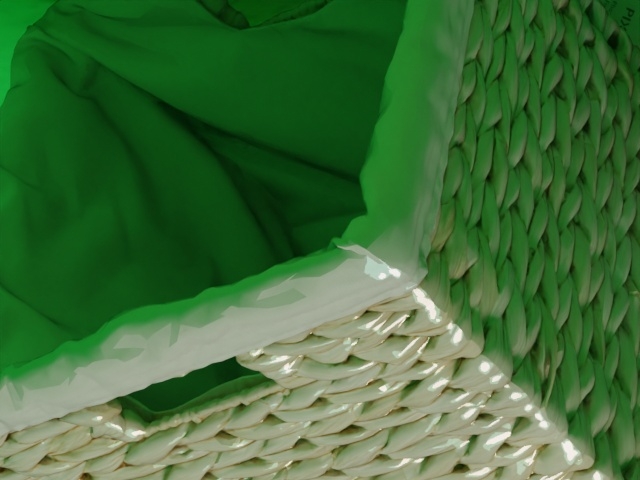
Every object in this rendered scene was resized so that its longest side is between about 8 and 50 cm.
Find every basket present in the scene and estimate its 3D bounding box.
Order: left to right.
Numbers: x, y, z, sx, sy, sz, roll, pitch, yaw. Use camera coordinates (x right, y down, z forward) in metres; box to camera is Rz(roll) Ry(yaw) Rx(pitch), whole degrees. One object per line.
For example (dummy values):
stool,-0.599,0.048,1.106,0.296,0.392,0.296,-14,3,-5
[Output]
basket,0.000,0.000,1.089,0.328,0.331,0.266,-21,132,33

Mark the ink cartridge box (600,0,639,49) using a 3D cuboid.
ink cartridge box,0.260,-0.111,1.237,0.189,0.066,0.232,7,-157,-43
